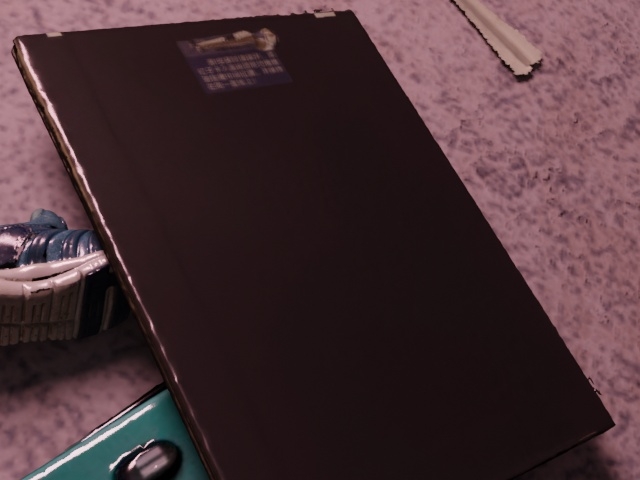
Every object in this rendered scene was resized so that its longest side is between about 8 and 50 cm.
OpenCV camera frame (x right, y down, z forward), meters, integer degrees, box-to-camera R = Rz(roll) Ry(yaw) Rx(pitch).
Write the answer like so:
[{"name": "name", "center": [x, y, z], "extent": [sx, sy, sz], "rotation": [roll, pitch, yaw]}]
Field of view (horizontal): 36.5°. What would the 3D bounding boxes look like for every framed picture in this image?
[{"name": "framed picture", "center": [0.000, 0.000, 0.566], "extent": [0.255, 0.014, 0.339], "rotation": [-15, 66, -36]}]

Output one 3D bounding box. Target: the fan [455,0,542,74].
[{"name": "fan", "center": [0.014, -0.276, 0.740], "extent": [0.414, 0.012, 0.233], "rotation": [42, 62, 4]}]

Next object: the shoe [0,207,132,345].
[{"name": "shoe", "center": [-0.153, 0.014, 0.535], "extent": [0.142, 0.064, 0.071], "rotation": [-7, 53, -25]}]

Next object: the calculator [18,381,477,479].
[{"name": "calculator", "center": [-0.015, 0.178, 0.503], "extent": [0.248, 0.058, 0.274], "rotation": [-30, 77, -28]}]
